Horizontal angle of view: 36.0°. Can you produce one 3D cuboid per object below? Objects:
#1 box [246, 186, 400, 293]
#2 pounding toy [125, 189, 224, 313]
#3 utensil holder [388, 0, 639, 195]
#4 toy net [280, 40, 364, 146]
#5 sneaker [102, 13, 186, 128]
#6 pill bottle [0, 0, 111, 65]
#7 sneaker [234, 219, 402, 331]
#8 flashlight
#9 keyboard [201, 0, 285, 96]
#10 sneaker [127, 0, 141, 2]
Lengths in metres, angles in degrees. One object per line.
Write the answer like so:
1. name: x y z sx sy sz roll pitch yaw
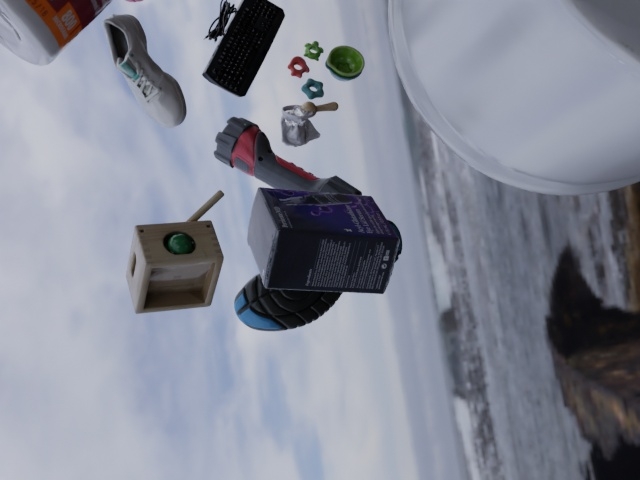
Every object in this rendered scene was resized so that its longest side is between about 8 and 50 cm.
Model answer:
1. box: 0.000 0.000 1.588 0.153 0.207 0.108 -119 37 -56
2. pounding toy: -0.196 0.016 1.375 0.141 0.130 0.100 111 146 -44
3. utensil holder: 0.233 -0.208 0.702 0.385 0.328 0.327 157 104 -86
4. toy net: -0.018 -0.266 1.740 0.232 0.122 0.045 -59 -1 -30
5. sneaker: -0.305 -0.280 1.651 0.212 0.080 0.094 59 -166 -3
6. pill bottle: -0.333 -0.453 1.364 0.224 0.392 0.224 37 166 11
7. sneaker: -0.009 0.067 1.854 0.125 0.341 0.140 67 165 -9
8. flashlight: -0.063 -0.137 1.926 0.103 0.304 0.103 -65 -18 9
9. keyboard: -0.123 -0.313 1.503 0.038 0.100 0.192 126 167 -58
10. sneaker: -0.319 -0.494 1.772 0.170 0.063 0.075 -34 42 52
